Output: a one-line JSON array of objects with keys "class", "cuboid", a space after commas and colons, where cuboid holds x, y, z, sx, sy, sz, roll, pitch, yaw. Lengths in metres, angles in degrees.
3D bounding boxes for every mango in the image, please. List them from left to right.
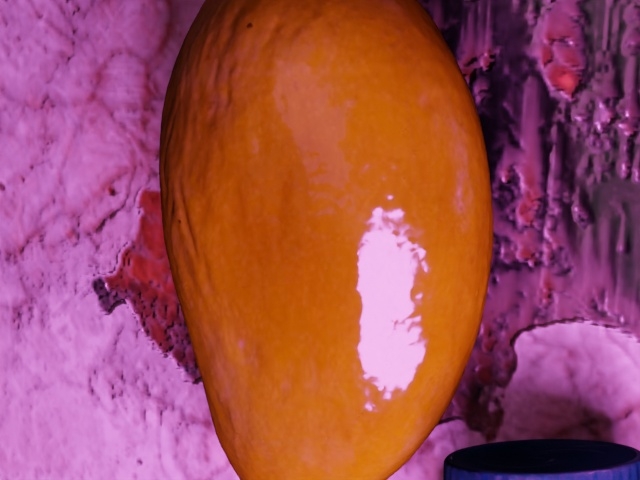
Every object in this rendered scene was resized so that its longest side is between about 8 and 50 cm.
[{"class": "mango", "cuboid": [0.006, -0.002, 0.881, 0.195, 0.142, 0.331, 0, 105, 35]}]

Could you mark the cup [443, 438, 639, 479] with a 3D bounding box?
[{"class": "cup", "cuboid": [0.113, 0.191, 0.862, 0.176, 0.131, 0.155, 3, 95, 56]}]
